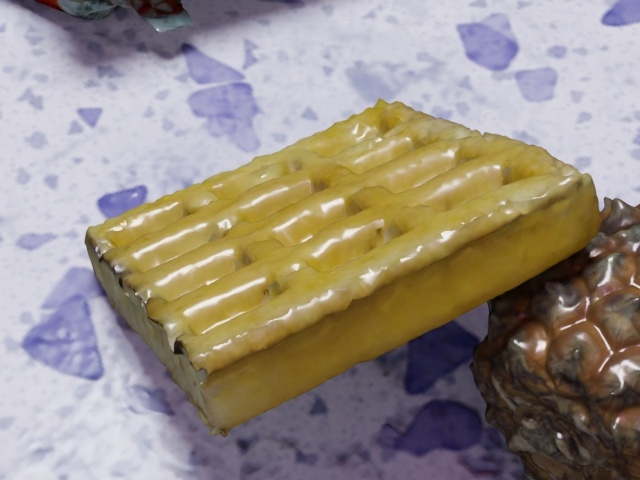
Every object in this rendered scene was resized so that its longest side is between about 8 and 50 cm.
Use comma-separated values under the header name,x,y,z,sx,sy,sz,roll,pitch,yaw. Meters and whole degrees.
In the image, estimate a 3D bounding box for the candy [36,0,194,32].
name,x,y,z,sx,sy,sz,roll,pitch,yaw
candy,-0.207,-0.216,0.954,0.292,0.059,0.086,25,62,15

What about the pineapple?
name,x,y,z,sx,sy,sz,roll,pitch,yaw
pineapple,0.182,0.050,0.737,0.166,0.166,0.193,39,64,21

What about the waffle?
name,x,y,z,sx,sy,sz,roll,pitch,yaw
waffle,0.000,0.000,0.747,0.221,0.055,0.248,-24,21,-14
